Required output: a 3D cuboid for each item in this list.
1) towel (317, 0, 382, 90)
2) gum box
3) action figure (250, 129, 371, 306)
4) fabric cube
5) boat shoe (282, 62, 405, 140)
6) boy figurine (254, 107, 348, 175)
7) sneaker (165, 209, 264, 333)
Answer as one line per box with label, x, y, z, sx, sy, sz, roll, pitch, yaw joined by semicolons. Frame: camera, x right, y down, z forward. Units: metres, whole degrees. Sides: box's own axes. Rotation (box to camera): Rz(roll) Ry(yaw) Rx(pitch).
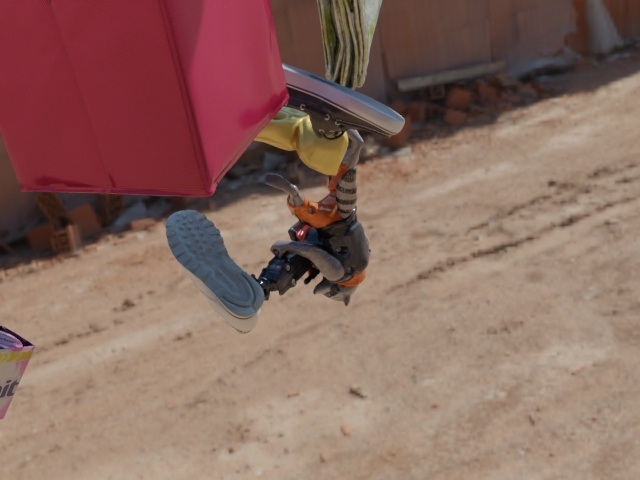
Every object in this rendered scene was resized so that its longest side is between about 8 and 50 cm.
towel;0.063;-0.501;1.650;0.090;0.321;0.375;5;62;7
gum box;-0.440;0.165;1.093;0.062;0.107;0.188;27;6;17
action figure;0.000;0.000;1.656;0.178;0.330;0.341;16;49;31
fabric cube;-0.209;-0.223;1.024;0.258;0.258;0.254;2;33;20
boat shoe;0.007;-0.179;1.261;0.228;0.076;0.080;26;17;19
boy figurine;-0.064;-0.185;1.515;0.285;0.092;0.177;22;20;31
sneaker;-0.182;0.052;1.496;0.090;0.095;0.235;-29;68;-20
